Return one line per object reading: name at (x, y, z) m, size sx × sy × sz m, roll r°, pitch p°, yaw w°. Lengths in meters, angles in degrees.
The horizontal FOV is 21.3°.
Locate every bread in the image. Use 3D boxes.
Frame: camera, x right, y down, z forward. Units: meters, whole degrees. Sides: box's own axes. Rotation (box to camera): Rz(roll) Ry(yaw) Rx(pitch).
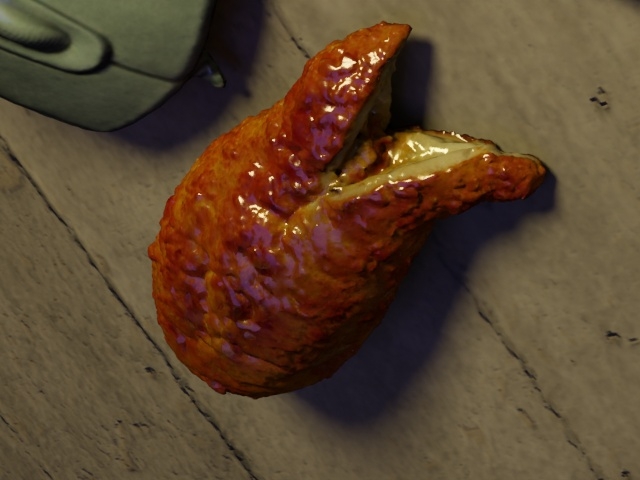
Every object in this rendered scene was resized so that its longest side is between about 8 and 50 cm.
bread at (-0.008, -0.004, 0.914) m, size 0.139 × 0.095 × 0.269 m, roll 39°, pitch 137°, yaw -7°

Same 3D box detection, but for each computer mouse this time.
computer mouse at (-0.204, -0.189, 0.897) m, size 0.371 × 0.122 × 0.188 m, roll 40°, pitch 141°, yaw -2°
